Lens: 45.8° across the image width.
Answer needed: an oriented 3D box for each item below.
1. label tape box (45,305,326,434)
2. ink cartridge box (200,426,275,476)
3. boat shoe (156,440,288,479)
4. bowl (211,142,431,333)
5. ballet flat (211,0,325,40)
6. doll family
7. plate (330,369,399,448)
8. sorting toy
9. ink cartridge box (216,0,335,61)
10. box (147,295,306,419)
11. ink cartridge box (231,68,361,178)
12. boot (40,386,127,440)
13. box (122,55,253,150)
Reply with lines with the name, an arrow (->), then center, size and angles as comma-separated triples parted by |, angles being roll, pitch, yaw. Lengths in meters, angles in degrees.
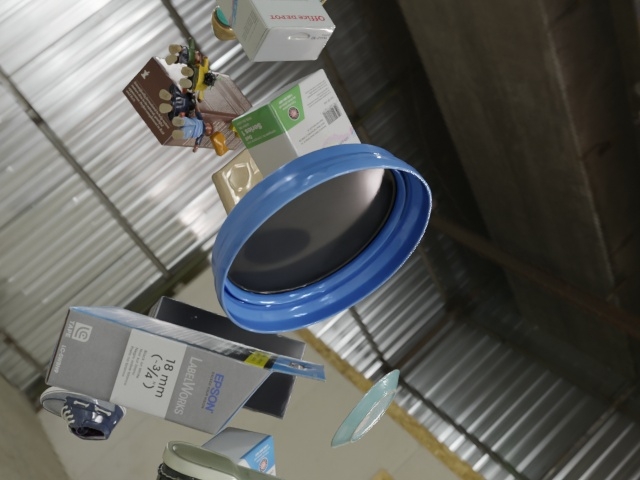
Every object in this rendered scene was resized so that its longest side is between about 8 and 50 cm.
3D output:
label tape box -> -0.167, 0.184, 1.040 | 0.333, 0.106, 0.240 | 16, -4, 1
ink cartridge box -> -0.198, 0.594, 1.623 | 0.129, 0.223, 0.308 | 3, -76, 28
boat shoe -> -0.090, 0.413, 1.118 | 0.340, 0.113, 0.127 | 25, -1, -11
bowl -> 0.000, 0.000, 1.256 | 0.077, 0.391, 0.391 | 57, -6, 32
ballet flat -> -0.098, -0.428, 1.407 | 0.080, 0.232, 0.073 | 66, -19, 11
doll family -> -0.226, -0.255, 1.336 | 0.076, 0.193, 0.111 | 18, 12, 13
plate -> 0.091, 0.317, 1.399 | 0.024, 0.188, 0.188 | 40, -14, 20
sorting toy -> -0.206, -0.204, 2.116 | 0.041, 0.229, 0.307 | 25, -35, 40
ink cartridge box -> -0.078, -0.355, 1.138 | 0.175, 0.127, 0.072 | 62, -40, 21
box -> -0.252, 0.276, 1.769 | 0.343, 0.179, 0.312 | 20, -16, -13
ink cartridge box -> -0.019, -0.170, 1.519 | 0.117, 0.201, 0.278 | -16, -71, 41
boot -> -0.483, 0.341, 1.490 | 0.189, 0.086, 0.069 | 1, -59, 16
box -> -0.330, -0.357, 2.038 | 0.191, 0.143, 0.381 | 53, 19, 11
